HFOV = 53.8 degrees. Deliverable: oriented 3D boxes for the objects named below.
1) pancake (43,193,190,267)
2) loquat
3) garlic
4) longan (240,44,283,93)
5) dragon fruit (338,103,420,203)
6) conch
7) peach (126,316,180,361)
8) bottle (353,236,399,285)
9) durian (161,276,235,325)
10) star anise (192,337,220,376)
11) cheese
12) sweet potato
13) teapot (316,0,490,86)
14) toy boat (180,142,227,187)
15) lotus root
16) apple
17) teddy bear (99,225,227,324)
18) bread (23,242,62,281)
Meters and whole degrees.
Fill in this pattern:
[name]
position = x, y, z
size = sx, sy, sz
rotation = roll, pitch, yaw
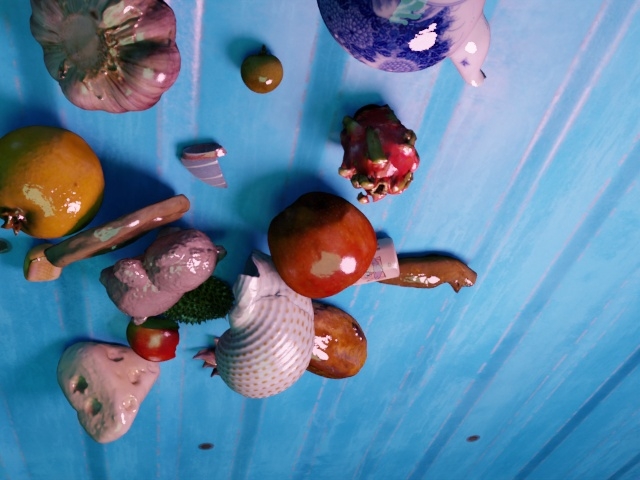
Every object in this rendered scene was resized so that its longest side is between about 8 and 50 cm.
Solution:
[pancake]
position = -0.396, -0.016, 1.238
size = 0.295, 0.294, 0.049
rotation = -22, 93, 14
[loquat]
position = -0.497, -0.104, 1.131
size = 0.208, 0.208, 0.208
rotation = -5, 137, -5
[garlic]
position = -0.320, -0.314, 0.976
size = 0.245, 0.160, 0.244
rotation = 7, 115, 17
[longan]
position = -0.102, -0.299, 1.099
size = 0.075, 0.075, 0.083
rotation = -1, 96, -9
[dragon fruit]
position = 0.106, -0.161, 1.198
size = 0.167, 0.172, 0.160
rotation = 21, 129, -28
[conch]
position = -0.114, 0.185, 1.426
size = 0.215, 0.303, 0.319
rotation = 13, 127, -12
[peach]
position = -0.427, 0.250, 1.604
size = 0.151, 0.151, 0.118
rotation = 15, 88, -24
[bottle]
position = 0.077, 0.064, 1.489
size = 0.209, 0.097, 0.110
rotation = -12, 113, 5
[durian]
position = -0.302, 0.152, 1.526
size = 0.221, 0.095, 0.137
rotation = 14, 133, -28
[star anise]
position = -0.249, 0.320, 1.741
size = 0.195, 0.065, 0.182
rotation = -27, 130, 24
[cheese]
position = -0.570, 0.378, 1.641
size = 0.248, 0.251, 0.174
rotation = 39, 120, -21
[sweet potato]
position = 0.247, 0.088, 1.558
size = 0.286, 0.085, 0.112
rotation = -4, 142, -5
[teapot]
position = 0.105, -0.370, 0.946
size = 0.424, 0.252, 0.280
rotation = 31, 164, -13
[toy boat]
position = -0.225, -0.139, 1.267
size = 0.096, 0.034, 0.122
rotation = -5, 139, 4
[lotus root]
position = 0.015, 0.262, 1.656
size = 0.193, 0.193, 0.291
rotation = -35, 129, 25
[apple]
position = 0.000, 0.000, 1.334
size = 0.230, 0.230, 0.230
rotation = -5, 137, -5
[teddy bear]
position = -0.345, 0.066, 1.366
size = 0.267, 0.151, 0.236
rotation = -41, 161, 27
[bread]
position = -0.607, 0.044, 1.381
size = 0.082, 0.056, 0.115
rotation = -7, 153, -29
